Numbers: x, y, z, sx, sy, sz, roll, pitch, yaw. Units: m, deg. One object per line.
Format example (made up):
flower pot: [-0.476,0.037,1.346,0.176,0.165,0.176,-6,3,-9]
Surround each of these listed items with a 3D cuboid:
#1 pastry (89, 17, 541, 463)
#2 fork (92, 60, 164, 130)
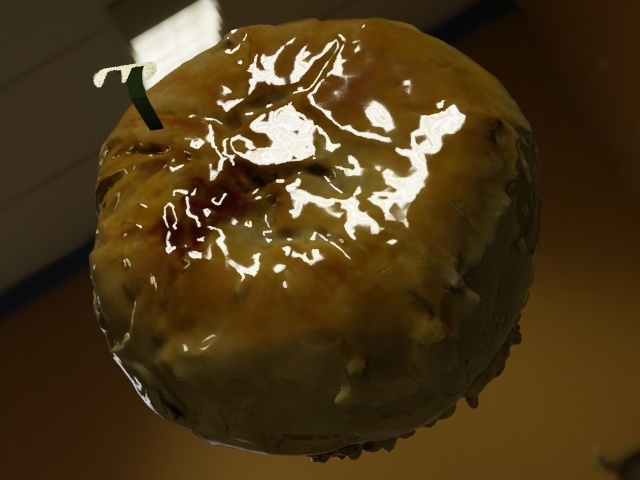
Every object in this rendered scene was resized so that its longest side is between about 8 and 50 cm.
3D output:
pastry: [0.000,0.000,1.462,0.409,0.409,0.245,-29,-34,-10]
fork: [-0.115,-0.092,1.094,0.039,0.021,0.235,-6,-2,-2]
